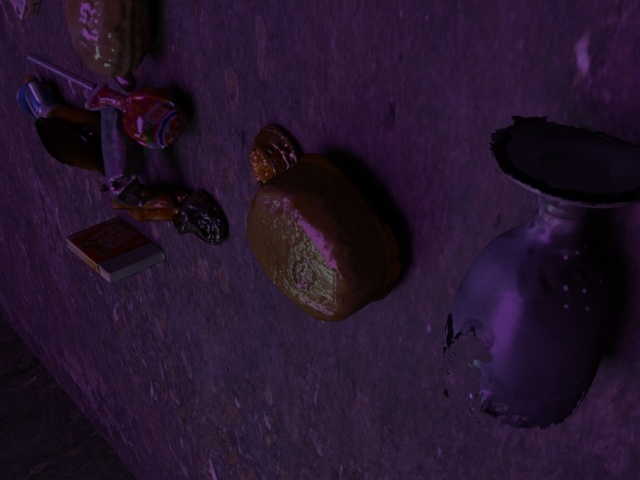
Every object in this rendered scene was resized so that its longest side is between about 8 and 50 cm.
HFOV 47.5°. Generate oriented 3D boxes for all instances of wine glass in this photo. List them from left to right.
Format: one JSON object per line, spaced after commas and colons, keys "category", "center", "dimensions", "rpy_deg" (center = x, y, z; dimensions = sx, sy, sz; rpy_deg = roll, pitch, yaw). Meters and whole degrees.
{"category": "wine glass", "center": [0.249, 0.048, 0.825], "dimensions": [0.190, 0.191, 0.356], "rpy_deg": [35, 134, 34]}

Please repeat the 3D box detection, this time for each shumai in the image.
{"category": "shumai", "center": [-0.261, -0.038, 1.531], "dimensions": [0.123, 0.087, 0.099], "rpy_deg": [52, 145, 11]}

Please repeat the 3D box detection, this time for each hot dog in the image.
{"category": "hot dog", "center": [-0.545, -0.233, 1.760], "dimensions": [0.326, 0.107, 0.194], "rpy_deg": [31, 147, 25]}
{"category": "hot dog", "center": [-0.382, -0.086, 1.651], "dimensions": [0.270, 0.072, 0.109], "rpy_deg": [2, 156, 45]}

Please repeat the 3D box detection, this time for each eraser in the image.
{"category": "eraser", "center": [-0.531, 0.021, 1.876], "dimensions": [0.230, 0.157, 0.038], "rpy_deg": [31, 133, 38]}

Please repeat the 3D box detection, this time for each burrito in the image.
{"category": "burrito", "center": [-0.418, -0.187, 1.536], "dimensions": [0.144, 0.089, 0.228], "rpy_deg": [64, -162, -69]}

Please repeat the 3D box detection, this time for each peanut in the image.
{"category": "peanut", "center": [-0.385, -0.457, 1.328], "dimensions": [0.339, 0.159, 0.174], "rpy_deg": [110, 154, -44]}

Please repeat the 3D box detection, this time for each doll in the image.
{"category": "doll", "center": [-0.719, -0.344, 1.913], "dimensions": [0.241, 0.099, 0.135], "rpy_deg": [39, 118, 28]}

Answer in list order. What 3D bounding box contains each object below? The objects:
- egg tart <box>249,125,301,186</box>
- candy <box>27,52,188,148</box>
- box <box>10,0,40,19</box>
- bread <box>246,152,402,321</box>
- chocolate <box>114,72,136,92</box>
{"category": "egg tart", "center": [-0.081, -0.131, 1.251], "dimensions": [0.130, 0.052, 0.130], "rpy_deg": [29, 133, 36]}
{"category": "candy", "center": [-0.434, -0.296, 1.454], "dimensions": [0.366, 0.124, 0.124], "rpy_deg": [26, 139, 9]}
{"category": "box", "center": [-0.736, -0.618, 1.775], "dimensions": [0.125, 0.043, 0.089], "rpy_deg": [61, 147, 0]}
{"category": "bread", "center": [0.000, 0.000, 1.155], "dimensions": [0.270, 0.148, 0.269], "rpy_deg": [36, 144, 32]}
{"category": "chocolate", "center": [-0.441, -0.367, 1.580], "dimensions": [0.065, 0.031, 0.100], "rpy_deg": [-16, 103, 61]}
